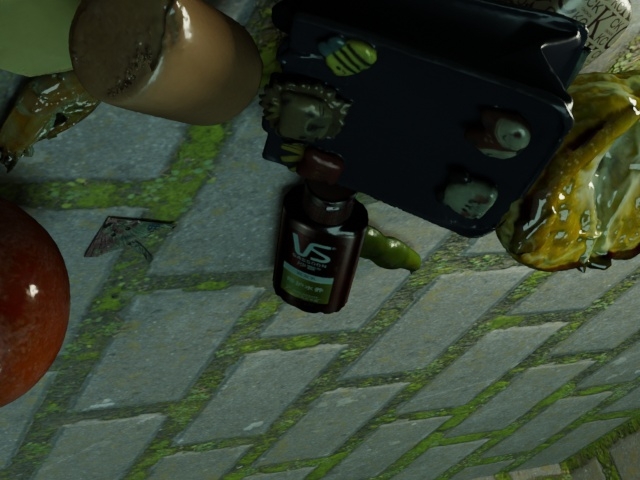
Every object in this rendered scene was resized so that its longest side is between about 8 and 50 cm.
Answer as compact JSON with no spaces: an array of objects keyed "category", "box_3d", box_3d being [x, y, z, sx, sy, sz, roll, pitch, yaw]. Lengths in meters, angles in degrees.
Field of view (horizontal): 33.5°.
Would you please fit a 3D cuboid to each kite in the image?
[{"category":"kite","box_3d":[-0.263,0.001,1.469,0.139,0.011,0.156,-19,153,7]}]

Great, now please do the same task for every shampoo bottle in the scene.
[{"category":"shampoo bottle","box_3d":[0.000,0.000,1.532,0.129,0.084,0.323,21,151,4]}]

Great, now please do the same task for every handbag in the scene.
[{"category":"handbag","box_3d":[0.091,-0.144,1.162,0.329,0.122,0.303,15,153,-3]}]

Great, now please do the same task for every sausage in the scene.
[{"category":"sausage","box_3d":[-0.142,-0.174,0.988,0.123,0.123,0.253,-24,176,11]}]

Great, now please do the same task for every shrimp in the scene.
[{"category":"shrimp","box_3d":[-0.303,-0.134,1.164,0.180,0.041,0.099,-40,161,34]}]

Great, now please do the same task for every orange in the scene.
[{"category":"orange","box_3d":[0.365,-0.112,1.429,0.369,0.210,0.271,-8,134,-26]}]

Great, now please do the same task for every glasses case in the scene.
[{"category":"glasses case","box_3d":[0.212,-0.205,1.292,0.355,0.085,0.137,-34,146,31]}]

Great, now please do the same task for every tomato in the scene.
[{"category":"tomato","box_3d":[-0.416,0.073,1.235,0.265,0.265,0.265,-15,153,-8]}]

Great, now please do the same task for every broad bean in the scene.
[{"category":"broad bean","box_3d":[0.082,0.005,1.662,0.060,0.043,0.297,-37,148,14]}]

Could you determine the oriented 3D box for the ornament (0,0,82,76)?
[{"category":"ornament","box_3d":[-0.250,-0.233,0.952,0.180,0.059,0.201,-11,154,9]}]
